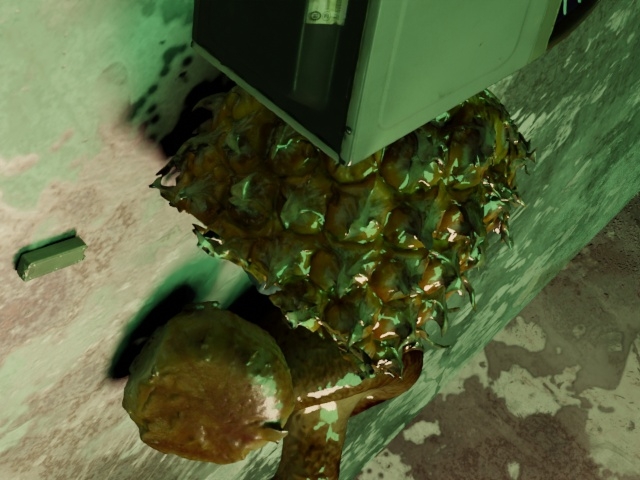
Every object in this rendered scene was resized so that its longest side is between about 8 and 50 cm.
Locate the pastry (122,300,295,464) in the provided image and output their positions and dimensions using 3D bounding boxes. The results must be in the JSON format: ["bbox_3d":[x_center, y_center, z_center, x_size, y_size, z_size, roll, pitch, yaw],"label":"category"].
[{"bbox_3d":[-0.143,0.181,1.419,0.100,0.218,0.229,-88,177,-55],"label":"pastry"}]

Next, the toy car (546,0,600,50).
[{"bbox_3d":[0.235,-0.322,1.121,0.271,0.240,0.340,-34,147,-31],"label":"toy car"}]

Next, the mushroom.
[{"bbox_3d":[-0.002,0.235,1.620,0.334,0.356,0.331,-17,144,5],"label":"mushroom"}]

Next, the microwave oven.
[{"bbox_3d":[0.054,-0.285,0.830,0.286,0.218,0.355,-31,148,-33],"label":"microwave oven"}]

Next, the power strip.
[{"bbox_3d":[-0.262,0.017,1.105,0.083,0.017,0.027,-24,151,-48],"label":"power strip"}]

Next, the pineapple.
[{"bbox_3d":[0.038,-0.055,1.104,0.300,0.352,0.352,-51,160,8],"label":"pineapple"}]

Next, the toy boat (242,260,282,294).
[{"bbox_3d":[0.000,0.000,1.526,0.283,0.078,0.127,-14,142,-57],"label":"toy boat"}]
